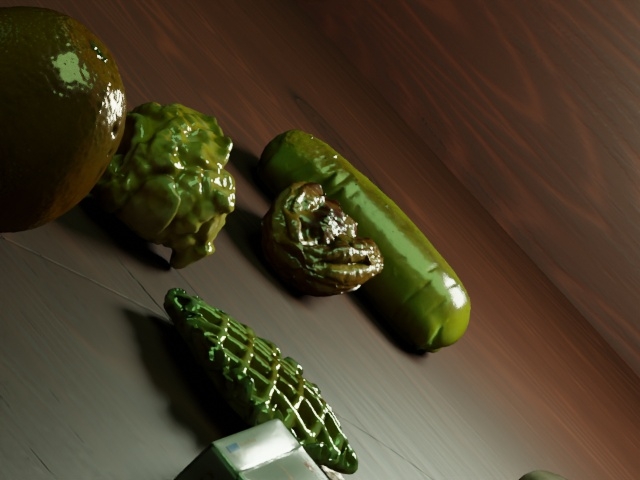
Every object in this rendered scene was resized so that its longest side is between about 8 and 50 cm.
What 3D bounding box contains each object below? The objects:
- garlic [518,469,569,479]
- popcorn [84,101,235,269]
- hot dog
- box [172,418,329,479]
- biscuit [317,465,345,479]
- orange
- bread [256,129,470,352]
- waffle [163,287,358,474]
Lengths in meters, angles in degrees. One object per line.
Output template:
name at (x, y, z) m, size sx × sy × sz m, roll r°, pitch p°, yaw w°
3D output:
garlic at (0.307, 0.367, 1.874) m, size 0.325 × 0.132 × 0.279 m, roll 34°, pitch -12°, yaw 37°
popcorn at (-0.158, -0.065, 1.806) m, size 0.163 × 0.140 × 0.194 m, roll 38°, pitch 16°, yaw -11°
hot dog at (0.000, 0.003, 2.181) m, size 0.160 × 0.099 × 0.227 m, roll 47°, pitch 10°, yaw 1°
box at (-0.010, 0.262, 1.425) m, size 0.233 × 0.067 × 0.149 m, roll 49°, pitch 15°, yaw 12°
biscuit at (0.068, 0.324, 1.613) m, size 0.232 × 0.013 × 0.237 m, roll 44°, pitch 13°, yaw -8°
orange at (-0.264, -0.103, 1.447) m, size 0.206 × 0.206 × 0.206 m, roll 43°, pitch 13°, yaw -13°
bread at (0.070, -0.007, 2.387) m, size 0.383 × 0.112 × 0.166 m, roll 48°, pitch 14°, yaw 9°
waffle at (-0.058, 0.139, 1.673) m, size 0.208 × 0.054 × 0.214 m, roll 30°, pitch 15°, yaw -51°
